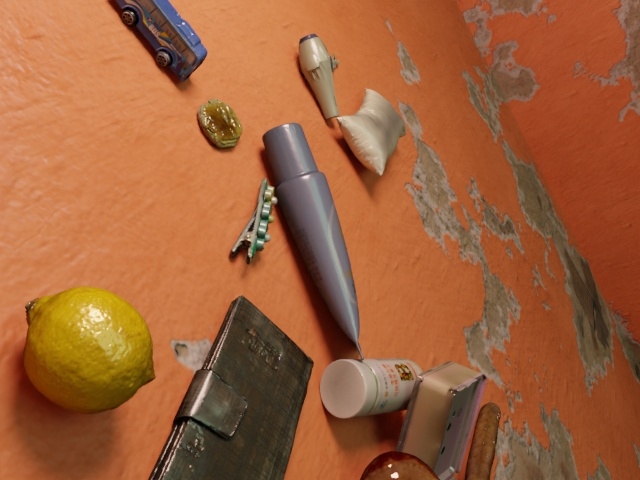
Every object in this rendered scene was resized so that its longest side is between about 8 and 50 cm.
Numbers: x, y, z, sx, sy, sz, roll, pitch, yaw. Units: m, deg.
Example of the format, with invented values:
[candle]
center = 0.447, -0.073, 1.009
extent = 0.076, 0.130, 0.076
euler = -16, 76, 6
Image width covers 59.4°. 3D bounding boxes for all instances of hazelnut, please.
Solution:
[hazelnut]
center = 0.119, 0.381, 0.798
extent = 0.143, 0.143, 0.154
euler = 23, 35, -46

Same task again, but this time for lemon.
[lemon]
center = -0.215, 0.099, 0.520
extent = 0.133, 0.109, 0.109
euler = 39, 40, -10

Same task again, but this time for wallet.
[wallet]
center = -0.095, 0.228, 0.666
extent = 0.169, 0.044, 0.317
euler = 48, 37, -24

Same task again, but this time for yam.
[yam]
center = 0.330, 0.421, 1.133
extent = 0.057, 0.056, 0.241
euler = 59, 34, -11

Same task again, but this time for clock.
[clock]
center = 0.194, 0.306, 0.916
extent = 0.147, 0.071, 0.192
euler = 0, 106, -54

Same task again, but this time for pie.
[pie]
center = -0.152, -0.179, 0.857
extent = 0.084, 0.020, 0.084
euler = 31, 48, -41

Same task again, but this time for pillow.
[pillow]
center = 0.113, -0.242, 1.212
extent = 0.144, 0.078, 0.254
euler = 53, 33, -13

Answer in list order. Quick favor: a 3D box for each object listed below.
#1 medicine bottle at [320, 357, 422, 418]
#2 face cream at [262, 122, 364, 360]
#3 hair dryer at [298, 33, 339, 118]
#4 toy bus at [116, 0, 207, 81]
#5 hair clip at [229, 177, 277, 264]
[medicine bottle]
center = 0.087, 0.229, 0.883
extent = 0.183, 0.086, 0.086
euler = 14, 60, -51
[face cream]
center = 0.000, 0.000, 0.901
extent = 0.135, 0.086, 0.385
euler = 66, 4, -86
[hair dryer]
center = 0.018, -0.328, 1.178
extent = 0.199, 0.067, 0.167
euler = -6, 84, -70
[toy bus]
center = -0.226, -0.304, 0.794
extent = 0.153, 0.061, 0.051
euler = 50, 31, -20
[hair clip]
center = -0.091, -0.028, 0.838
extent = 0.049, 0.049, 0.173
euler = 45, 38, -29
